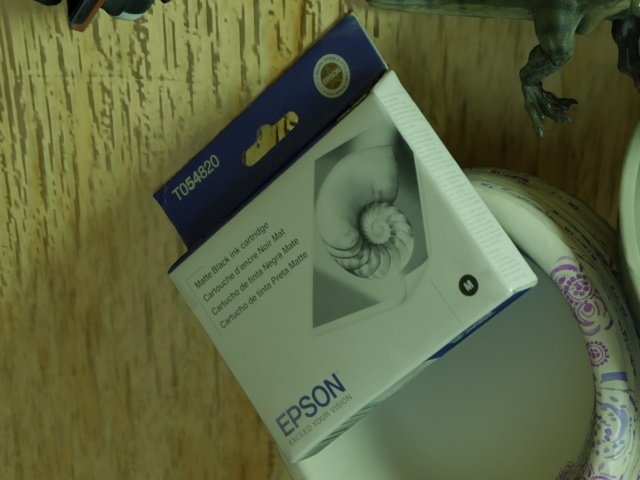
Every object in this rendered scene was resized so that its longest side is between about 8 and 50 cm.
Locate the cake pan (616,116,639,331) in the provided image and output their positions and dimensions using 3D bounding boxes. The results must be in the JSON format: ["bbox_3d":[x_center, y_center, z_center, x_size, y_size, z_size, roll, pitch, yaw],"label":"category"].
[{"bbox_3d":[0.320,0.008,1.288,0.293,0.293,0.054,14,158,-13],"label":"cake pan"}]

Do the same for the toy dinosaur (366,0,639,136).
[{"bbox_3d":[0.162,-0.136,1.237,0.268,0.064,0.118,-8,119,36],"label":"toy dinosaur"}]

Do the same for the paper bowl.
[{"bbox_3d":[0.110,0.090,1.373,0.284,0.148,0.284,6,102,31],"label":"paper bowl"}]

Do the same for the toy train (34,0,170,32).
[{"bbox_3d":[-0.112,-0.205,1.200,0.105,0.080,0.184,19,130,-26],"label":"toy train"}]

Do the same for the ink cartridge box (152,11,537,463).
[{"bbox_3d":[0.000,0.000,1.314,0.223,0.224,0.045,-41,166,31],"label":"ink cartridge box"}]
